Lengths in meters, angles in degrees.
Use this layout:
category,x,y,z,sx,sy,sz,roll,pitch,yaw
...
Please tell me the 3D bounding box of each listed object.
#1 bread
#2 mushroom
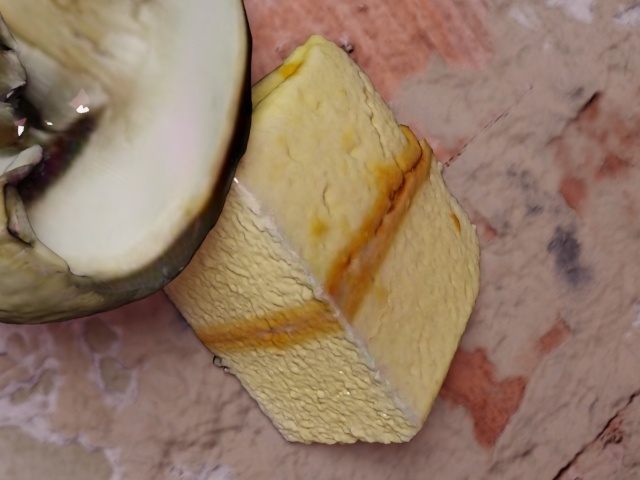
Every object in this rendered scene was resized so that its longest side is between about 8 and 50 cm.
category,x,y,z,sx,sy,sz,roll,pitch,yaw
bread,0.000,0.000,0.846,0.240,0.135,0.178,54,48,-26
mushroom,-0.154,-0.077,0.681,0.189,0.164,0.267,14,65,-50
